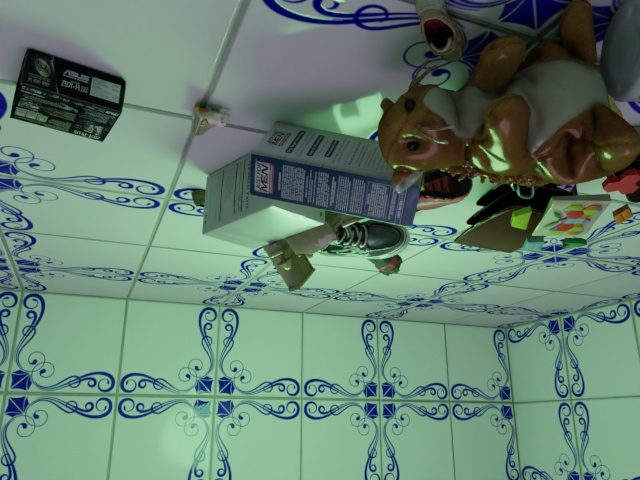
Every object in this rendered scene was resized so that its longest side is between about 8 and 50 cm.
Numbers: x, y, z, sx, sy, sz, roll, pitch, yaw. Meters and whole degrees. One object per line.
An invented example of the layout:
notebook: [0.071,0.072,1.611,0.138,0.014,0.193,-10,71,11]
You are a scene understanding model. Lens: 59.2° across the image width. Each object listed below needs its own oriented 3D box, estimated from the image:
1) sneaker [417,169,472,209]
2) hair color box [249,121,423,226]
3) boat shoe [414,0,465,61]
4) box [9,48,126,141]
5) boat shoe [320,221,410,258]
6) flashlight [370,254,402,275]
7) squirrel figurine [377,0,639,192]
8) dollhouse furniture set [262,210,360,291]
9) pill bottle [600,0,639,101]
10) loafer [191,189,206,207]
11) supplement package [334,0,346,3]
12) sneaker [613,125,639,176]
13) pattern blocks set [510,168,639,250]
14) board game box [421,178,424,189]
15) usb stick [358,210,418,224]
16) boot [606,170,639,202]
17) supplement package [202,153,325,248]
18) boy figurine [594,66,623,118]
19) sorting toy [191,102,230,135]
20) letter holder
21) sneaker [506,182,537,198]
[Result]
sneaker: [0.249,-0.117,1.532,0.314,0.115,0.136,-3,163,8]
hair color box: [0.041,-0.145,1.195,0.348,0.173,0.105,13,125,9]
boat shoe: [0.200,-0.340,0.941,0.063,0.059,0.170,-11,159,29]
box: [-0.493,-0.277,1.103,0.180,0.077,0.147,12,158,-31]
boat shoe: [0.108,-0.006,1.838,0.341,0.127,0.158,-7,166,26]
flashlight: [0.201,0.042,2.055,0.103,0.103,0.304,19,170,35]
squirrel figurine: [0.296,-0.189,1.023,0.371,0.280,0.397,-12,168,9]
dollhouse furniture set: [0.033,-0.007,1.609,0.356,0.173,0.303,-22,-165,31]
pill bottle: [0.621,-0.302,0.895,0.284,0.161,0.161,0,162,-1]
loafer: [-0.315,-0.107,1.664,0.148,0.050,0.056,14,157,-37]
supplement package: [0.024,-0.403,0.521,0.145,0.203,0.262,9,160,-27]
sneaker: [0.806,-0.200,1.264,0.303,0.120,0.108,-8,160,23]
pattern blocks set: [0.619,-0.059,1.388,0.286,0.026,0.324,-7,150,13]
board game box: [0.199,-0.191,1.341,0.043,0.092,0.181,-10,159,25]
usb stick: [0.230,-0.096,1.707,0.278,0.045,0.077,-15,163,38]
boot: [0.841,-0.156,1.464,0.219,0.082,0.106,17,158,-36]
supplement package: [-0.147,-0.108,1.460,0.178,0.175,0.293,19,154,-41]
boy figurine: [0.535,-0.248,1.171,0.178,0.092,0.285,-4,161,14]
sorting toy: [-0.235,-0.262,1.214,0.075,0.044,0.083,0,163,-23]
letter holder: [0.521,-0.089,1.565,0.215,0.151,0.302,7,160,-15]
sneaker: [0.462,-0.156,1.354,0.094,0.150,0.256,-5,162,9]
